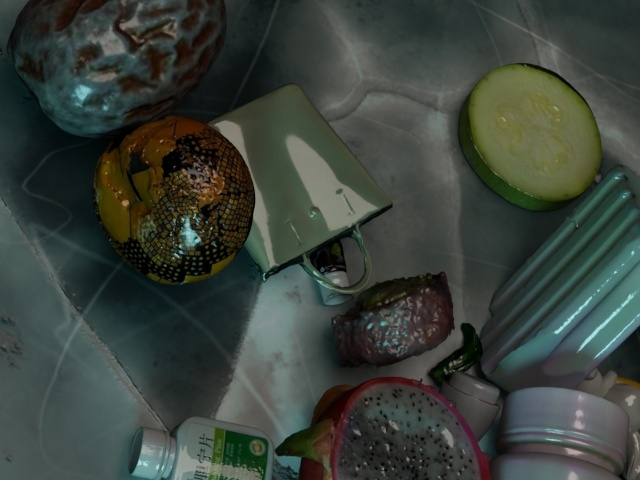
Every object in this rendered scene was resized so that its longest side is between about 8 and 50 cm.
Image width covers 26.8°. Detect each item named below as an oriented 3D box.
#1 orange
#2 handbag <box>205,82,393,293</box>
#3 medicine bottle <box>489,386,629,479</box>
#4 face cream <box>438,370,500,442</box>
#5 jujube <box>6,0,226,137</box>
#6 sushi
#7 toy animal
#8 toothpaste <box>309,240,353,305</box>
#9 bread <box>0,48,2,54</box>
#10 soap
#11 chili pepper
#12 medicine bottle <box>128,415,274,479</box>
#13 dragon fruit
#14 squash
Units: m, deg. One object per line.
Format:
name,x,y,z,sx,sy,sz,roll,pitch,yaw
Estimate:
orange,-0.195,-0.055,1.814,0.182,0.234,0.234,-12,74,-54
handbag,-0.028,-0.064,1.932,0.241,0.109,0.315,-29,75,-26
medicine bottle,0.314,0.411,1.859,0.213,0.213,0.379,20,64,-15
face cream,0.209,0.243,1.943,0.091,0.091,0.095,22,92,-14
jujube,-0.282,-0.277,1.865,0.246,0.215,0.308,40,62,-4
sushi,0.130,0.105,1.915,0.241,0.161,0.108,-19,96,-31
toy animal,0.450,0.267,2.057,0.181,0.131,0.127,44,92,6
toothpaste,0.000,0.000,1.982,0.071,0.045,0.194,-4,66,-24
bread,-0.505,-0.273,1.844,0.139,0.084,0.074,-31,84,-30
soap,0.381,0.078,1.976,0.115,0.347,0.208,32,24,-18
chili pepper,0.210,0.168,2.000,0.055,0.035,0.118,19,56,27
medicine bottle,-0.158,0.296,1.784,0.183,0.069,0.119,14,68,-16
dragon fruit,0.083,0.329,1.818,0.290,0.189,0.291,13,62,-26
squash,0.342,-0.173,2.193,0.252,0.049,0.252,8,65,-19
